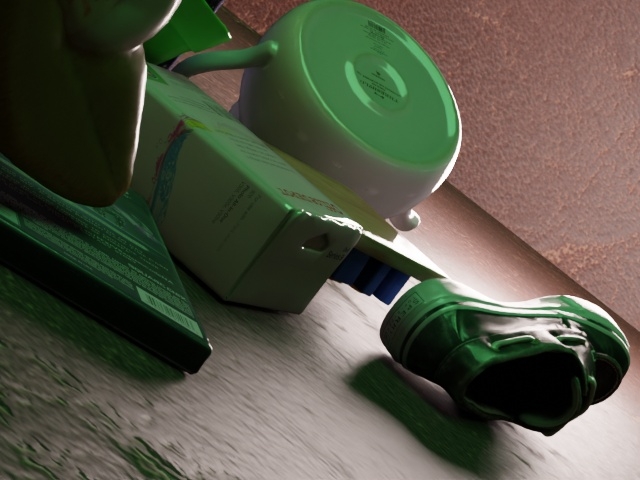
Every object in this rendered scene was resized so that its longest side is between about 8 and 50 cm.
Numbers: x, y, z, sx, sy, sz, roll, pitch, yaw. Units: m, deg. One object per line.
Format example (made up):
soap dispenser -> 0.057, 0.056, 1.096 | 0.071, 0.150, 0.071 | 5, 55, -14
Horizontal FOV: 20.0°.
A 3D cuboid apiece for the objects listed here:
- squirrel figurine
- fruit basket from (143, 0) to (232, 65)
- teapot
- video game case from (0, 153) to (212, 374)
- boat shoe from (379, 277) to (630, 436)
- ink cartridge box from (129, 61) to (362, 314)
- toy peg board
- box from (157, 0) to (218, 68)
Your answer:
squirrel figurine -> -0.272, -0.237, 1.060 | 0.370, 0.281, 0.397 | 29, 6, 28
fruit basket -> -0.187, -0.345, 1.479 | 0.392, 0.392, 0.283 | 33, 9, -28
teapot -> 0.003, -0.113, 1.866 | 0.256, 0.187, 0.252 | 55, 38, 6
video game case -> -0.175, -0.024, 1.160 | 0.196, 0.026, 0.274 | 33, 8, -23
boat shoe -> 0.183, 0.122, 1.606 | 0.335, 0.121, 0.119 | 10, 34, -48
ink cartridge box -> -0.089, -0.045, 1.391 | 0.212, 0.093, 0.154 | 39, 9, 20
toy peg board -> 0.000, 0.000, 1.551 | 0.161, 0.079, 0.160 | 26, 13, -47
box -> -0.163, -0.236, 1.807 | 0.103, 0.184, 0.261 | 36, 9, -5
